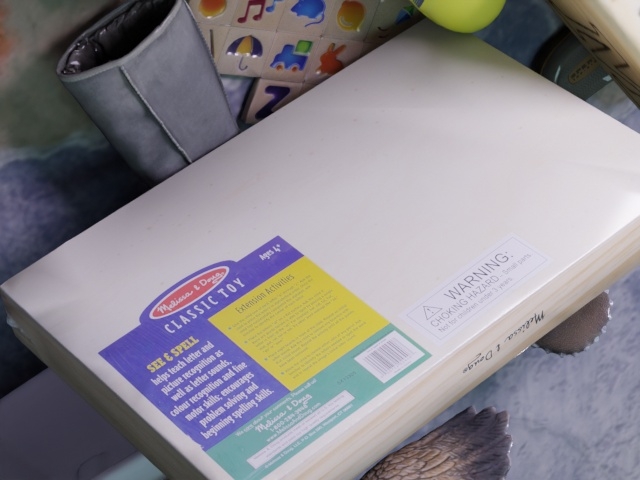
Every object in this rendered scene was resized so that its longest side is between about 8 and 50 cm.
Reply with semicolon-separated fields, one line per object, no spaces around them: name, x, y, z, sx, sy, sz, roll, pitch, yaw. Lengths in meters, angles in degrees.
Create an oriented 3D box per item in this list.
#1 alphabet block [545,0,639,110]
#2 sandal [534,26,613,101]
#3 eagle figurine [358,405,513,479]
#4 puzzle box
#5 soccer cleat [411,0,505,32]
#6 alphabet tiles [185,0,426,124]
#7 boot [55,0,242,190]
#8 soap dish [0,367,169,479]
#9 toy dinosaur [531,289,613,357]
alphabet block;0.279;-0.199;1.408;0.192;0.193;0.197;-42;111;5
sandal;0.267;-0.180;1.547;0.219;0.060;0.090;-40;135;1
eagle figurine;-0.008;0.221;1.605;0.226;0.225;0.298;9;129;-25
puzzle box;0.021;0.009;1.314;0.409;0.272;0.052;-33;139;-23
soccer cleat;0.088;-0.254;1.327;0.093;0.121;0.289;-27;130;-16
alphabet tiles;0.005;-0.170;1.428;0.237;0.009;0.198;3;122;-33
boot;-0.130;-0.056;1.378;0.189;0.076;0.208;-47;145;-9
soap dish;-0.125;0.155;1.407;0.291;0.229;0.118;-33;116;9
toy dinosaur;0.139;0.040;1.598;0.313;0.121;0.160;-10;120;-30
